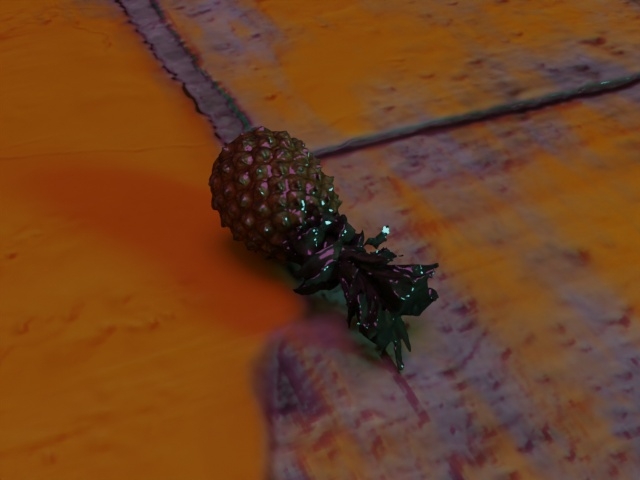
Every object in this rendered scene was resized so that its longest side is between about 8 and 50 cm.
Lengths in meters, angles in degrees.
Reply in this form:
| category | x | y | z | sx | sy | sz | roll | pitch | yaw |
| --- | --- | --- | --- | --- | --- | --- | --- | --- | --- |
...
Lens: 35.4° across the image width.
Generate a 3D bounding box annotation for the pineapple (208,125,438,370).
| category | x | y | z | sx | sy | sz | roll | pitch | yaw |
| --- | --- | --- | --- | --- | --- | --- | --- | --- | --- |
| pineapple | 0.000 | 0.000 | 0.428 | 0.058 | 0.058 | 0.124 | -23 | 43 | -24 |
